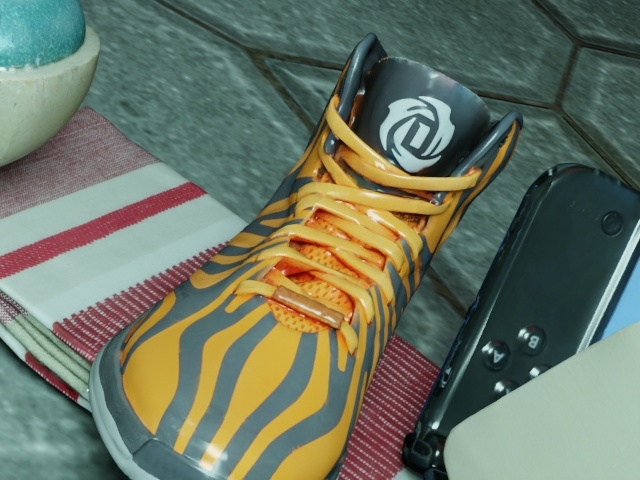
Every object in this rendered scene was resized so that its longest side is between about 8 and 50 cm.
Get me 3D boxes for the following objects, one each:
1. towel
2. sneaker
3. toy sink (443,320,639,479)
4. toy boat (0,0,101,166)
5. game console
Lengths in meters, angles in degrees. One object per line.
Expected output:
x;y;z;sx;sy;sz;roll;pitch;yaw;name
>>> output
-0.060;0.048;0.961;0.329;0.037;0.237;36;24;12;towel
0.000;0.000;0.856;0.125;0.180;0.321;30;23;-3;sneaker
0.170;0.158;0.736;0.131;0.153;0.234;-3;67;-37;toy sink
-0.263;-0.120;0.889;0.318;0.148;0.267;-11;26;-44;toy boat
0.205;0.135;0.888;0.293;0.250;0.173;26;-2;-23;game console
